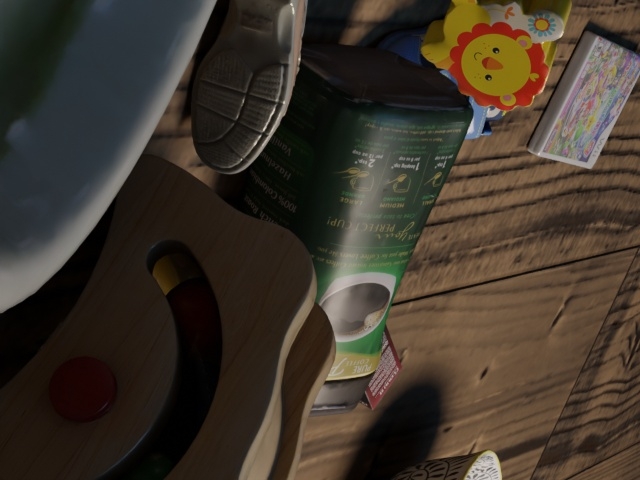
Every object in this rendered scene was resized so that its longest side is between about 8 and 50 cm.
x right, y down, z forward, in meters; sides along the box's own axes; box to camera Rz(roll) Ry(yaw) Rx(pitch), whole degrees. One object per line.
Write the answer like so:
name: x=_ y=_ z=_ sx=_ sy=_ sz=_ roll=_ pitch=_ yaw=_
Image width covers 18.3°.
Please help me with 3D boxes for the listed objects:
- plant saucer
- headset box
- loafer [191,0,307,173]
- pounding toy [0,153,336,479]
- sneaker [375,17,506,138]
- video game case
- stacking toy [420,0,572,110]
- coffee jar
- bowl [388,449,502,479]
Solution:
plant saucer: x=-0.068 y=-0.182 z=0.507 sx=0.400 sy=0.100 sz=0.400 roll=17 pitch=90 yaw=-85
headset box: x=0.007 y=0.054 z=1.081 sx=0.032 sy=0.062 sz=0.083 roll=-54 pitch=156 yaw=-14
loafer: x=-0.024 y=-0.089 z=0.874 sx=0.039 sy=0.045 sz=0.125 roll=-36 pitch=145 yaw=-57
pounding toy: x=-0.090 y=0.114 z=0.863 sx=0.155 sy=0.154 sz=0.269 roll=74 pitch=31 yaw=-60
sneaker: x=0.065 y=-0.080 z=1.046 sx=0.144 sy=0.059 sz=0.053 roll=-31 pitch=145 yaw=-47
video game case: x=0.181 y=-0.093 z=1.338 sx=0.087 sy=0.011 sz=0.122 roll=-65 pitch=157 yaw=9
stacking toy: x=0.099 y=-0.178 z=0.712 sx=0.167 sy=0.052 sz=0.221 roll=-67 pitch=174 yaw=-47
coffee jar: x=0.000 y=0.000 z=0.969 sx=0.096 sy=0.079 sz=0.184 roll=0 pitch=118 yaw=-42
bowl: x=0.059 y=0.215 z=1.336 sx=0.170 sy=0.080 sz=0.170 roll=11 pitch=90 yaw=-71
